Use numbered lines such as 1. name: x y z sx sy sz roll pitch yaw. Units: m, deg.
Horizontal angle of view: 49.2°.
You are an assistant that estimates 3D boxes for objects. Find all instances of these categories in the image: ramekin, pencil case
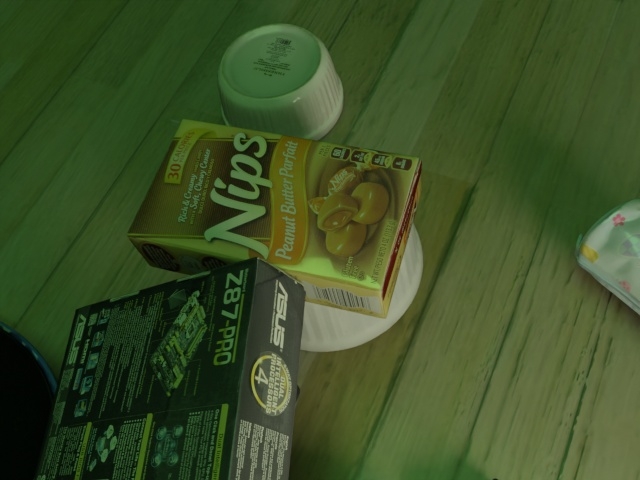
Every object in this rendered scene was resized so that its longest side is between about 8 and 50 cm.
1. ramekin: -0.070 -0.255 1.138 0.207 0.109 0.207 -4 59 7
2. ramekin: 0.000 0.000 0.960 0.277 0.135 0.277 -4 59 7
3. pencil case: 0.444 0.072 0.859 0.124 0.113 0.273 -41 60 8

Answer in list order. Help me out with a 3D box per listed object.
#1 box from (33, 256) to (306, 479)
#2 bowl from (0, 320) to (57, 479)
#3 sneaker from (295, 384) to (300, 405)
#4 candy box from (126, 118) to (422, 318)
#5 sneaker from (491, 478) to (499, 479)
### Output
1. box: -0.180 0.236 0.745 0.318 0.097 0.395 -18 54 34
2. bowl: -0.494 0.228 0.815 0.391 0.077 0.391 18 39 -15
3. sneaker: -0.139 0.255 0.842 0.106 0.101 0.267 41 62 -5
4. candy box: -0.051 -0.033 0.857 0.316 0.087 0.183 12 63 14
5. sneaker: 0.202 0.337 0.780 0.089 0.051 0.170 -35 56 -11
